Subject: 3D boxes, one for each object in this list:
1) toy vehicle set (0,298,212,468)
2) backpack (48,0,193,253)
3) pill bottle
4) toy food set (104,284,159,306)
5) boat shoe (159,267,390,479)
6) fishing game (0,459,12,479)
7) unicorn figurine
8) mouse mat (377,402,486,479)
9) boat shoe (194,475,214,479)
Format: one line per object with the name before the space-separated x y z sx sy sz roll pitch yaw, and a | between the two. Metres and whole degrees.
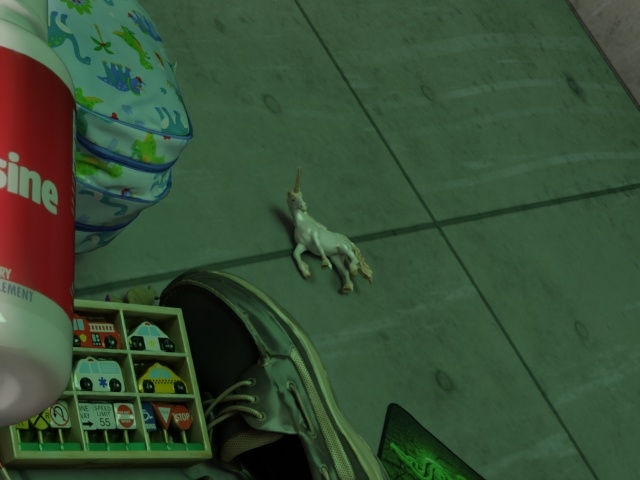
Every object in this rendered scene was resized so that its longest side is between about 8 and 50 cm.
toy vehicle set | -0.226 0.143 1.712 0.266 0.035 0.166 8 62 -50
backpack | -0.286 -0.161 1.822 0.290 0.273 0.356 22 53 -50
pill bottle | -0.333 -0.054 1.538 0.229 0.229 0.408 23 52 -40
toy food set | -0.200 0.090 1.856 0.078 0.019 0.122 58 24 11
boat shoe | -0.056 0.185 1.834 0.355 0.132 0.130 52 29 4
fishing game | -0.329 0.264 1.470 0.189 0.041 0.264 59 24 -2
unicorn figurine | 0.000 0.000 2.197 0.162 0.060 0.111 42 26 -48
mouse mat | 0.142 0.297 2.105 0.189 0.007 0.153 42 31 -17
boat shoe | -0.122 0.307 1.680 0.072 0.068 0.190 56 28 -15
